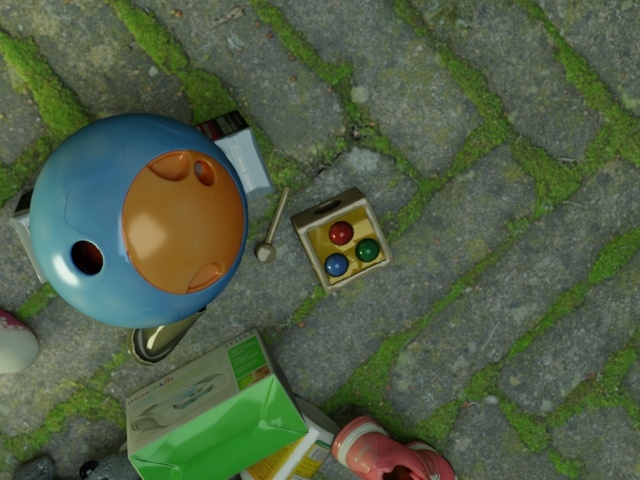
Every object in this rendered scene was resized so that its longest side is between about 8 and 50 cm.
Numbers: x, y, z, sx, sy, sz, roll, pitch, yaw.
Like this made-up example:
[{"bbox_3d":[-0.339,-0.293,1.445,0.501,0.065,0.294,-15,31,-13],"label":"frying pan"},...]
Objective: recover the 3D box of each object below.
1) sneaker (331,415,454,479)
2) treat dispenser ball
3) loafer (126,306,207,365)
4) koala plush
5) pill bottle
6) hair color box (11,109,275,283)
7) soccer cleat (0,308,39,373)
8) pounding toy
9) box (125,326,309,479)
[{"bbox_3d":[0.148,0.417,1.860,0.314,0.136,0.116,32,97,-43],"label":"sneaker"},{"bbox_3d":[-0.239,-0.027,1.424,0.288,0.288,0.288,-3,106,-10],"label":"treat dispenser ball"},{"bbox_3d":[-0.239,0.103,1.760,0.094,0.087,0.251,29,98,-17],"label":"loafer"},{"bbox_3d":[-0.370,0.433,1.785,0.221,0.196,0.203,-37,120,0],"label":"koala plush"},{"bbox_3d":[-0.067,0.386,1.857,0.118,0.117,0.208,34,96,-18],"label":"pill bottle"},{"bbox_3d":[-0.273,-0.075,1.652,0.375,0.185,0.113,-22,107,-4],"label":"hair color box"},{"bbox_3d":[-0.605,0.140,1.670,0.331,0.143,0.116,26,99,-17],"label":"soccer cleat"},{"bbox_3d":[-0.009,-0.006,1.771,0.206,0.094,0.181,-26,109,-3],"label":"pounding toy"},{"bbox_3d":[-0.174,0.287,1.748,0.262,0.231,0.126,-29,109,-2],"label":"box"}]
